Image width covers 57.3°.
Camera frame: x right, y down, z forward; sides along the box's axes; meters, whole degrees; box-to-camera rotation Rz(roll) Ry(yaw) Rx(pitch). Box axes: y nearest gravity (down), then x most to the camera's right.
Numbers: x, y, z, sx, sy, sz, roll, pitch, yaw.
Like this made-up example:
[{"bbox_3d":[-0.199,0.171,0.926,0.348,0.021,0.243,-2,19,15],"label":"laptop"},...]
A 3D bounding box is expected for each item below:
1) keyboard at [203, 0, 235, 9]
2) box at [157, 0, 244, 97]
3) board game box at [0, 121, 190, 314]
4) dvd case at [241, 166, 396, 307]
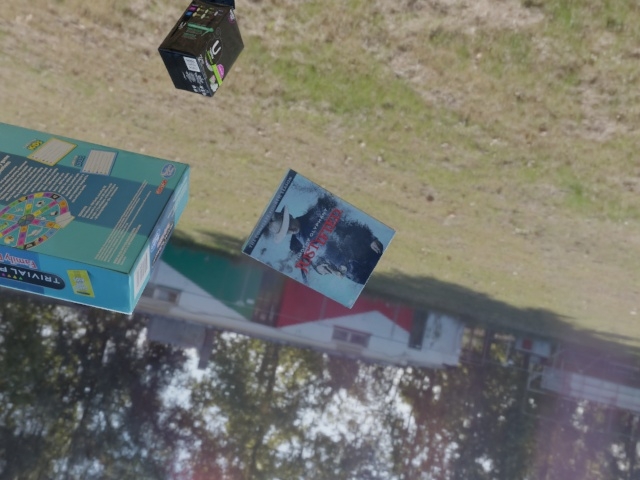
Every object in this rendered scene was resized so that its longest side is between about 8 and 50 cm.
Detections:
[{"bbox_3d":[-0.272,-0.813,1.634,0.201,0.318,0.033,-5,-158,-8],"label":"keyboard"},{"bbox_3d":[-0.131,-0.214,0.652,0.052,0.083,0.062,17,154,16],"label":"box"},{"bbox_3d":[-0.384,-0.046,0.821,0.335,0.254,0.079,13,130,-1],"label":"board game box"},{"bbox_3d":[0.000,0.000,0.535,0.119,0.087,0.013,30,-176,-18],"label":"dvd case"}]
